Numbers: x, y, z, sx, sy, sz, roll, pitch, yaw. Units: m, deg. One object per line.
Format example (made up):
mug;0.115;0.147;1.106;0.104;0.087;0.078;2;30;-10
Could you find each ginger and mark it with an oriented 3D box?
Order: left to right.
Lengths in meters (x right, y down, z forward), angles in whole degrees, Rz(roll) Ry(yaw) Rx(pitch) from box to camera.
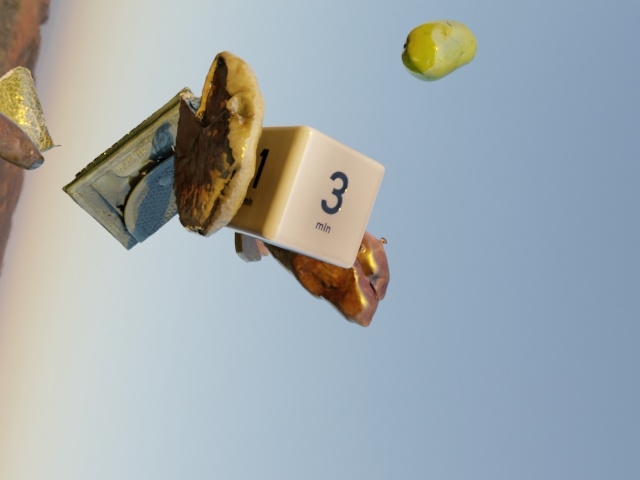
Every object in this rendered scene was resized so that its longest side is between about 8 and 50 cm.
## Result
ginger;0.000;0.000;1.292;0.418;0.254;0.176;44;-63;9

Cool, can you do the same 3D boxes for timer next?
timer;-0.034;-0.078;1.010;0.194;0.192;0.195;13;-96;54

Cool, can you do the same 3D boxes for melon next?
melon;-0.557;-0.211;1.055;0.202;0.139;0.093;-62;-171;-4

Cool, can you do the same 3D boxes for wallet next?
wallet;-0.357;-0.145;1.271;0.342;0.237;0.075;-41;-129;-8

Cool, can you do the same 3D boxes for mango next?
mango;0.240;-0.394;1.174;0.117;0.163;0.089;60;-17;-3

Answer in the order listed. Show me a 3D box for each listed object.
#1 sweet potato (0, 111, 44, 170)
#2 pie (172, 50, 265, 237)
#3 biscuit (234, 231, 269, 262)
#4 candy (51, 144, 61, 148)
sweet potato;-0.418;-0.155;0.615;0.075;0.273;0.075;-9;-117;19
pie;-0.191;-0.153;0.998;0.337;0.075;0.337;-12;-104;58
biscuit;-0.194;-0.022;1.548;0.238;0.041;0.212;-68;150;-62
candy;-0.650;-0.207;1.250;0.088;0.136;0.038;10;-78;49
